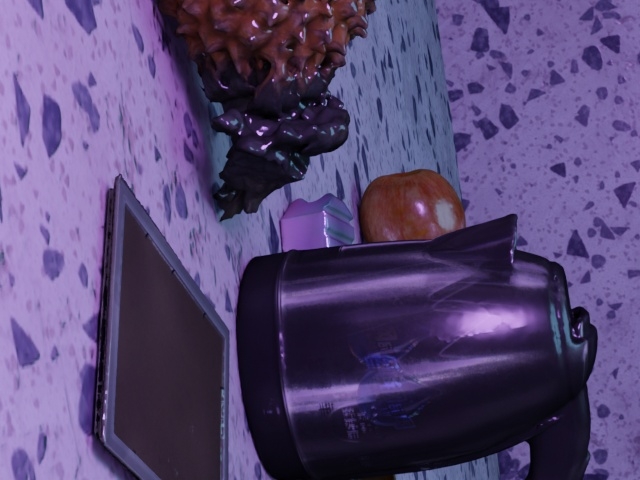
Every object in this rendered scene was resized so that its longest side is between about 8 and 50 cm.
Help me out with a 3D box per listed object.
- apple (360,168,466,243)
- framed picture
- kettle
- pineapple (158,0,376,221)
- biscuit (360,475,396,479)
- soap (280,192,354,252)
[{"bbox_3d":[0.126,-0.034,2.127,0.146,0.146,0.131,-63,145,-70],"label":"apple"},{"bbox_3d":[-0.117,0.107,1.172,0.274,0.017,0.217,64,21,-56],"label":"framed picture"},{"bbox_3d":[0.111,0.145,1.481,0.228,0.324,0.321,-40,121,-76],"label":"kettle"},{"bbox_3d":[-0.044,-0.183,1.330,0.223,0.222,0.357,-53,145,-74],"label":"pineapple"},{"bbox_3d":[0.039,0.277,1.597,0.029,0.118,0.247,16,63,-44],"label":"biscuit"},{"bbox_3d":[0.000,0.000,1.709,0.149,0.056,0.100,22,63,-76],"label":"soap"}]
